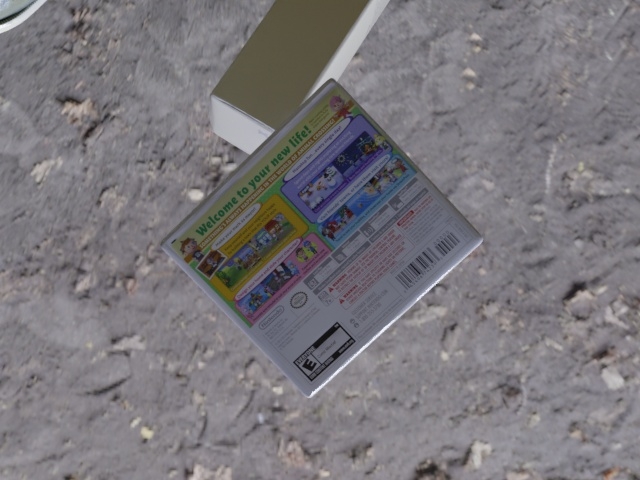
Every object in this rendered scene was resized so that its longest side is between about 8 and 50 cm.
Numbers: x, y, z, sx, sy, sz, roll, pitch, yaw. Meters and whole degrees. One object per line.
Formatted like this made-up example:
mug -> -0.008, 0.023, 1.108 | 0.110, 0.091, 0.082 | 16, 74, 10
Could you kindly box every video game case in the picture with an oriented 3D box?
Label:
video game case -> 0.000, 0.000, 0.855 | 0.212, 0.023, 0.193 | -43, 94, 8

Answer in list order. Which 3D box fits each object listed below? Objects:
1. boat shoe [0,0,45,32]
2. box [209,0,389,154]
boat shoe -> -0.246, -0.264, 0.827 | 0.319, 0.116, 0.099 | -23, 162, -15
box -> -0.012, -0.224, 1.083 | 0.094, 0.113, 0.275 | 31, 73, 4
